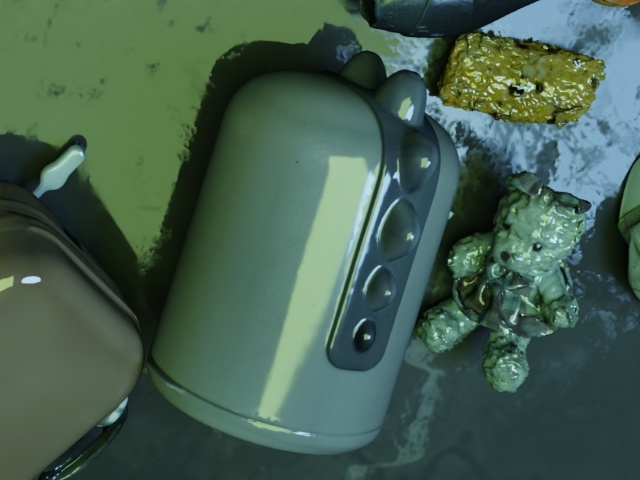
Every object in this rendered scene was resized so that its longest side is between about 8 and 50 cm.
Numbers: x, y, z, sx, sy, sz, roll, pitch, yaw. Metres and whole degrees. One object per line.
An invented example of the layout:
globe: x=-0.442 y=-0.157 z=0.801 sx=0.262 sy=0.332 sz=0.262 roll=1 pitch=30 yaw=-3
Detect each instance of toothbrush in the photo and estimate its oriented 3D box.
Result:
toothbrush: x=-0.313 y=0.024 z=1.125 sx=0.304 sy=0.030 sz=0.030 roll=-44 pitch=107 yaw=5

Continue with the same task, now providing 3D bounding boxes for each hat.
hat: x=0.338 y=-0.003 z=1.195 sx=0.122 sy=0.081 sz=0.166 roll=14 pitch=93 yaw=-15

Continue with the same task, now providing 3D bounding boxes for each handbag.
handbag: x=-0.285 y=0.124 z=1.081 sx=0.302 sy=0.149 sz=0.283 roll=-42 pitch=134 yaw=4

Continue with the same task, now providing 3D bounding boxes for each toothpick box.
toothpick box: x=0.000 y=0.000 z=1.061 sx=0.229 sy=0.229 sz=0.316 roll=15 pitch=102 yaw=-12

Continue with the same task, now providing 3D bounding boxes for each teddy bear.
teddy bear: x=0.182 y=0.025 z=1.154 sx=0.133 sy=0.111 sz=0.213 roll=35 pitch=122 yaw=22

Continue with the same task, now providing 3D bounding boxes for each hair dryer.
hair dryer: x=0.128 y=-0.313 z=1.074 sx=0.235 sy=0.091 sz=0.272 roll=-14 pitch=103 yaw=-14

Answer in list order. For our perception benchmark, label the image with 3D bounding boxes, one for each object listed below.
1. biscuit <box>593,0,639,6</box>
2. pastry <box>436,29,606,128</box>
biscuit: x=0.255 y=-0.323 z=1.080 sx=0.165 sy=0.036 sz=0.250 roll=-20 pitch=98 yaw=-23
pastry: x=0.175 y=-0.141 z=1.140 sx=0.140 sy=0.056 sz=0.080 roll=15 pitch=95 yaw=-6
